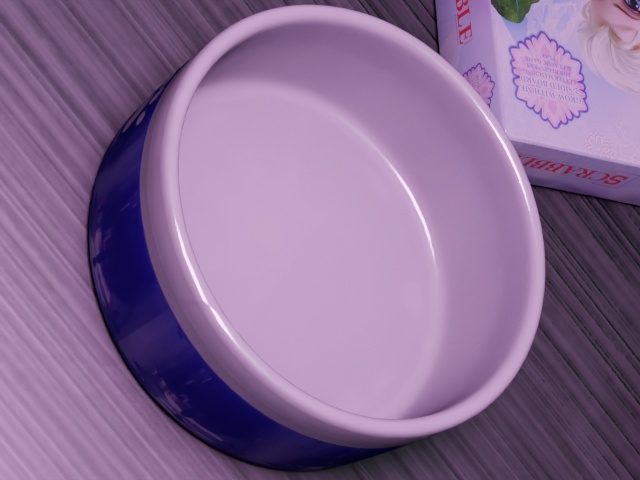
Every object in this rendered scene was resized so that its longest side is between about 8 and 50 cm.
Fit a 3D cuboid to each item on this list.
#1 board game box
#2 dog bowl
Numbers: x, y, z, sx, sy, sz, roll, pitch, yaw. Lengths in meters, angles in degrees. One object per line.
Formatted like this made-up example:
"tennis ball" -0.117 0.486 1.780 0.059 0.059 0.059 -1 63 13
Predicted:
"board game box" 0.226 -0.182 1.263 0.319 0.066 0.318 8 67 -32
"dog bowl" 0.000 0.000 1.010 0.265 0.104 0.264 14 63 -30
